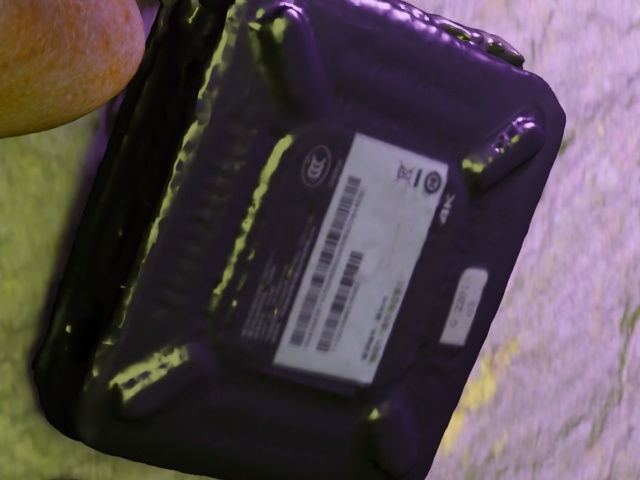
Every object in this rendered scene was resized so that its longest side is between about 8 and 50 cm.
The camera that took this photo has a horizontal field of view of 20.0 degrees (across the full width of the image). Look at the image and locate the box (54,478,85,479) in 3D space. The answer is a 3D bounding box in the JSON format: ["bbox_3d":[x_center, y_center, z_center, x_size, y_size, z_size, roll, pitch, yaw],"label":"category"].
[{"bbox_3d":[-0.199,0.249,1.096,0.243,0.163,0.135,-10,110,-39],"label":"box"}]

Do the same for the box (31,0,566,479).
[{"bbox_3d":[0.000,0.000,1.242,0.350,0.091,0.359,17,95,-41],"label":"box"}]

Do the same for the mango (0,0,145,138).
[{"bbox_3d":[-0.245,-0.184,0.972,0.384,0.199,0.221,36,64,-43],"label":"mango"}]
